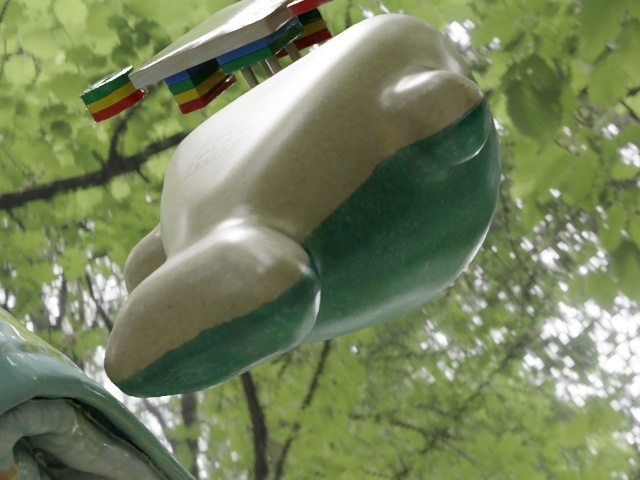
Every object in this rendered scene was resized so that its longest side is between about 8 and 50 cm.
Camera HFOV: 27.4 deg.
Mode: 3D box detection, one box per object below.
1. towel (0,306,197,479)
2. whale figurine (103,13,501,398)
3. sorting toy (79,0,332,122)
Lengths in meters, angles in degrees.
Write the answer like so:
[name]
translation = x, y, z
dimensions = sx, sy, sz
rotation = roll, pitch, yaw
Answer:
[towel]
translation = -0.213, 0.094, 0.800
dimensions = 0.090, 0.320, 0.374
rotation = -52, -29, -16
[whale figurine]
translation = 0.000, 0.000, 0.634
dimensions = 0.216, 0.272, 0.141
rotation = -29, -74, 26
[sorting toy]
translation = -0.041, -0.146, 0.940
dimensions = 0.274, 0.132, 0.046
rotation = -16, -70, 37
